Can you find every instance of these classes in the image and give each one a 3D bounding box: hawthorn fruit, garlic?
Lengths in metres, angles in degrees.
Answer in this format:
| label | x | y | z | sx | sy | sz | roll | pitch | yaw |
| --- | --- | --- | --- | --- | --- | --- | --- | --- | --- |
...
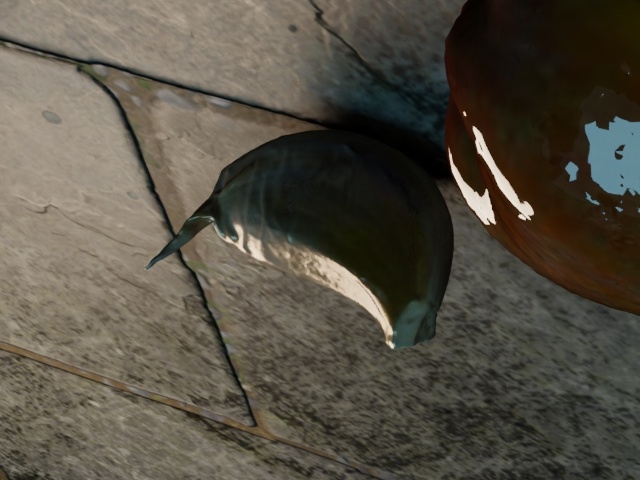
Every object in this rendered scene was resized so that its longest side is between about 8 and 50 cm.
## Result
| label | x | y | z | sx | sy | sz | roll | pitch | yaw |
| --- | --- | --- | --- | --- | --- | --- | --- | --- | --- |
| hawthorn fruit | 0.204 | -0.086 | 0.855 | 0.298 | 0.277 | 0.277 | 20 | 154 | -4 |
| garlic | -0.005 | -0.011 | 1.313 | 0.198 | 0.129 | 0.090 | 18 | 168 | 13 |
